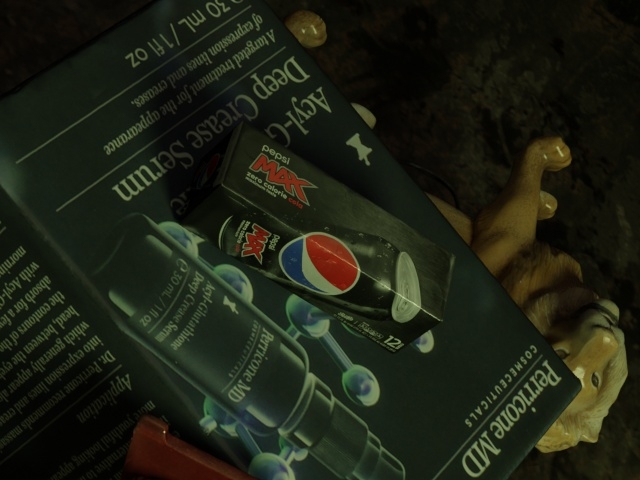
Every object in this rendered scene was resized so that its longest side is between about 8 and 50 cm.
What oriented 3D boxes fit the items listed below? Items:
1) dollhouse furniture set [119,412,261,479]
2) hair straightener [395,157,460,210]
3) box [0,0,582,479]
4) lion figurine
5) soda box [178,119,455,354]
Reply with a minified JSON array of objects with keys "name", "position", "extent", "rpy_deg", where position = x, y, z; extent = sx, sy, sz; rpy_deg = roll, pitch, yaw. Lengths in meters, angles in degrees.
[{"name":"dollhouse furniture set","position":[-0.217,0.174,1.041],"extent":[0.374,0.152,0.201],"rpy_deg":[25,38,3]},{"name":"hair straightener","position":[0.103,0.031,1.547],"extent":[0.089,0.047,0.230],"rpy_deg":[-6,63,-41]},{"name":"box","position":[-0.073,0.062,1.261],"extent":[0.395,0.212,0.293],"rpy_deg":[50,44,-2]},{"name":"lion figurine","position":[0.060,-0.003,1.441],"extent":[0.392,0.142,0.240],"rpy_deg":[23,57,4]},{"name":"soda box","position":[0.000,0.000,1.170],"extent":[0.169,0.053,0.060],"rpy_deg":[31,48,-18]}]
